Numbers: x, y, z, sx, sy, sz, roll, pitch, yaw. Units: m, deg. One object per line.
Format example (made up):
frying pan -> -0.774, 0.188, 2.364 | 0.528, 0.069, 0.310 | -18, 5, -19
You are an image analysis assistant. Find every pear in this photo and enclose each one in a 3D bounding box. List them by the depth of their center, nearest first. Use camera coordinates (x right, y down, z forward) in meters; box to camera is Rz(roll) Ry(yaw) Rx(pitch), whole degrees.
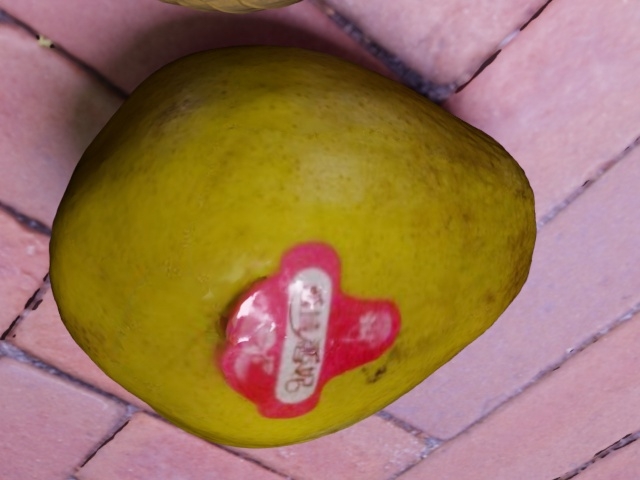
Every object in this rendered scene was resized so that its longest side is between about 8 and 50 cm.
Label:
pear -> 0.000, 0.000, 0.537 | 0.375, 0.287, 0.287 | -10, 129, -19

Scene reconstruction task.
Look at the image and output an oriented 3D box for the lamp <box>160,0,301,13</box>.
lamp -> -0.061, -0.257, 0.371 | 0.284, 0.250, 0.250 | 43, 123, 16
